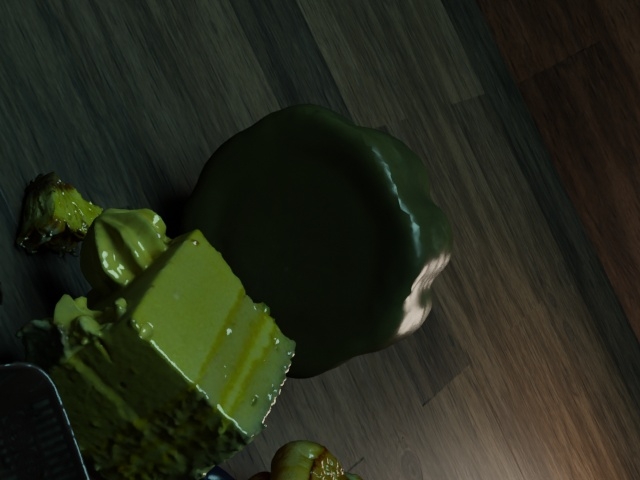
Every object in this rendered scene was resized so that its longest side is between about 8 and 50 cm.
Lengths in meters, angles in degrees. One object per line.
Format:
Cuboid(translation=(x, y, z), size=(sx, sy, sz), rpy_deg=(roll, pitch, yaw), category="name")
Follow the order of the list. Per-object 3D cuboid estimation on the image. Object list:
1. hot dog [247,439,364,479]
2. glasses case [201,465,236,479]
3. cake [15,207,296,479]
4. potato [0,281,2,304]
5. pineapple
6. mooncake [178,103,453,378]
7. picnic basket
Cuboid(translation=(-0.005, 0.383, 1.652), size=(0.257, 0.153, 0.150), rpy_deg=(45, 39, -31), category="hot dog")
Cuboid(translation=(-0.124, 0.327, 1.635), size=(0.083, 0.023, 0.033), rpy_deg=(48, 37, -28), category="glasses case")
Cuboid(translation=(-0.209, 0.124, 1.454), size=(0.286, 0.222, 0.227), rpy_deg=(46, 34, -14), category="cake")
Cuboid(translation=(-0.479, 0.008, 1.126), size=(0.289, 0.300, 0.237), rpy_deg=(36, 49, 15), category="potato")
Cuboid(translation=(-0.331, -0.032, 1.552), size=(0.116, 0.069, 0.137), rpy_deg=(62, 20, 7), category="pineapple")
Cuboid(translation=(0.000, 0.000, 1.750), size=(0.201, 0.379, 0.378), rpy_deg=(-13, 79, -66), category="mooncake")
Cuboid(translation=(-0.337, 0.283, 1.220), size=(0.222, 0.129, 0.296), rpy_deg=(-5, 71, -57), category="picnic basket")
